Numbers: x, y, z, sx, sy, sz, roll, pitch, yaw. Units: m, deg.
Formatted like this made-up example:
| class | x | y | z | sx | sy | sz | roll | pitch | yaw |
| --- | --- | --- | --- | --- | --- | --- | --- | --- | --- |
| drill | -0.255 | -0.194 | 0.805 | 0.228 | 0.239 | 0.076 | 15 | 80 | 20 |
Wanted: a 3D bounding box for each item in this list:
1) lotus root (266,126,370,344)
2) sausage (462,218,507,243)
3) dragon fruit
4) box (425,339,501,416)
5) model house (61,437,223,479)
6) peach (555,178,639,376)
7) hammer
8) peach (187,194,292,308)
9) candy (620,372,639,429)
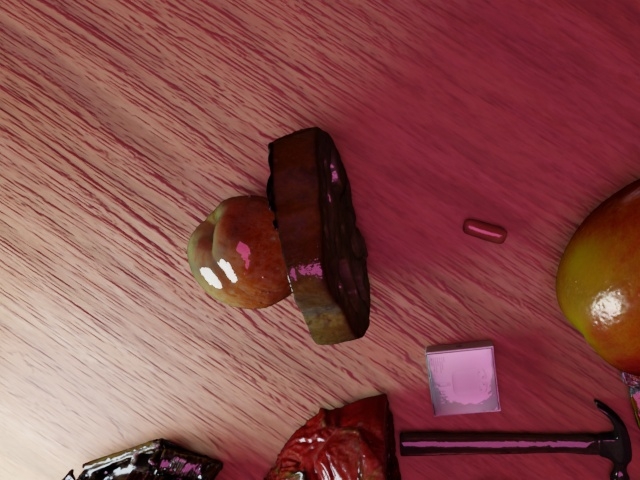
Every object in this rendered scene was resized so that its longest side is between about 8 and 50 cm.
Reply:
| class | x | y | z | sx | sy | sz | roll | pitch | yaw |
| --- | --- | --- | --- | --- | --- | --- | --- | --- | --- |
| lotus root | 0.000 | 0.000 | 1.451 | 0.111 | 0.375 | 0.390 | -9 | 109 | 13 |
| sausage | 0.308 | -0.018 | 1.567 | 0.083 | 0.034 | 0.034 | 18 | 100 | 4 |
| dragon fruit | 0.029 | 0.504 | 1.626 | 0.330 | 0.302 | 0.240 | -25 | 127 | 26 |
| box | 0.274 | 0.266 | 1.606 | 0.129 | 0.051 | 0.130 | -7 | 98 | 8 |
| model house | -0.393 | 0.532 | 1.615 | 0.317 | 0.282 | 0.297 | 20 | 101 | 4 |
| peach | 0.576 | 0.033 | 1.412 | 0.242 | 0.306 | 0.380 | 40 | 106 | -7 |
| hammer | 0.373 | 0.397 | 1.615 | 0.440 | 0.044 | 0.168 | -3 | 99 | 8 |
| peach | -0.126 | 0.029 | 1.564 | 0.233 | 0.232 | 0.232 | 1 | 98 | 7 |
| candy | 0.614 | 0.323 | 1.572 | 0.053 | 0.046 | 0.182 | -16 | 91 | 13 |
